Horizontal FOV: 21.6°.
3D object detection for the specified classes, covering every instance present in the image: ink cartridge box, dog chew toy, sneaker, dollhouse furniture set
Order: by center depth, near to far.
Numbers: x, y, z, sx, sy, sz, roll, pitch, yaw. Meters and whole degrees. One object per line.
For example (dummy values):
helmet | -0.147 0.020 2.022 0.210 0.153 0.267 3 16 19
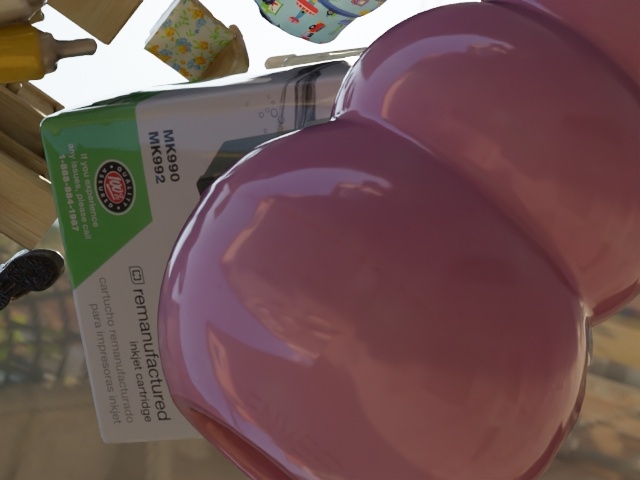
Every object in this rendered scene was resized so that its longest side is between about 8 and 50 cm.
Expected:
dog chew toy | 0.075 -0.017 0.808 0.332 0.206 0.206 -50 -32 -15
ink cartridge box | 0.000 0.000 1.009 0.121 0.289 0.211 -29 -69 -65
dollhouse furniture set | -0.241 -0.230 1.647 0.394 0.362 0.256 -50 22 15
sneaker | -0.345 0.034 1.978 0.051 0.170 0.089 55 -143 -10

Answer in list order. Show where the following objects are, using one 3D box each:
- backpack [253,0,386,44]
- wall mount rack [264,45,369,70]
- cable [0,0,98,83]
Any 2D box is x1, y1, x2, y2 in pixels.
backpack | 0.002 -0.236 1.211 0.158 0.117 0.173 10 -111 -60
wall mount rack | 0.109 -0.152 1.739 0.130 0.304 0.350 -58 9 1
cable | -0.286 -0.120 1.008 0.287 0.139 0.072 -23 -13 -13
